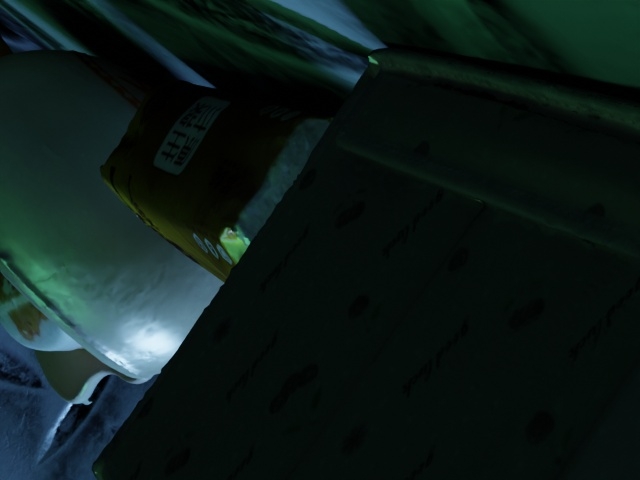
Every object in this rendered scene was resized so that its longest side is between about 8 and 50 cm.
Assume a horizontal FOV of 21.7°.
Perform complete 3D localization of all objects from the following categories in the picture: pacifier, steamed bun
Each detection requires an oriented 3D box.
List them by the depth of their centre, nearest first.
[{"bbox_3d":[-0.132,-0.032,1.055,0.232,0.145,0.232,47,-178,-2],"label":"steamed bun"},{"bbox_3d":[-0.199,0.031,1.623,0.273,0.220,0.332,36,151,-19],"label":"pacifier"}]

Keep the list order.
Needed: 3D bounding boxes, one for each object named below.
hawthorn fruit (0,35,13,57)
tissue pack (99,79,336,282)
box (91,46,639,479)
[{"bbox_3d":[-0.358,-0.091,1.373,0.277,0.277,0.298,34,-166,5],"label":"hawthorn fruit"},{"bbox_3d":[0.000,0.000,0.845,0.183,0.092,0.226,36,177,-24],"label":"tissue pack"},{"bbox_3d":[0.113,0.103,0.553,0.297,0.190,0.225,38,175,-27],"label":"box"}]
